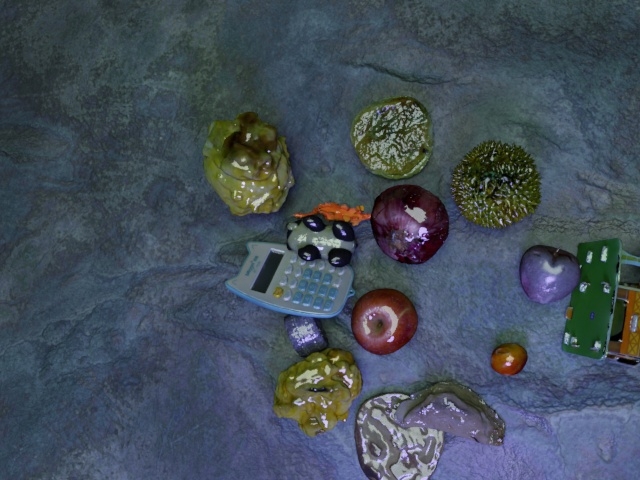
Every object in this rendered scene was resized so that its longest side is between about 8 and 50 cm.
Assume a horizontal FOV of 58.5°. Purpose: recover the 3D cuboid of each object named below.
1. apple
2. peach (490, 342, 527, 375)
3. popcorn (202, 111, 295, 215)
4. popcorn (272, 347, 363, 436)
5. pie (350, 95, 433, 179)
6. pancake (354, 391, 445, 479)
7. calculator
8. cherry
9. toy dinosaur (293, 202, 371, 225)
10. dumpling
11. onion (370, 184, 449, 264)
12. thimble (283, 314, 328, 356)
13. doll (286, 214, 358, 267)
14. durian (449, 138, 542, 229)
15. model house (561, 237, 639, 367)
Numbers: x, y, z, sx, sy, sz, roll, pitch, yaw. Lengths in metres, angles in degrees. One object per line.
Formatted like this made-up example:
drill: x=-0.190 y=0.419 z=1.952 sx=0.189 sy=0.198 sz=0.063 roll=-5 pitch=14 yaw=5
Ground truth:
apple: x=0.194 y=0.243 z=1.727 sx=0.201 sy=0.162 sz=0.201 roll=-1 pitch=86 yaw=22
peach: x=0.554 y=0.347 z=1.671 sx=0.100 sy=0.101 sz=0.101 roll=-1 pitch=83 yaw=11
popcorn: x=-0.221 y=-0.234 z=1.808 sx=0.312 sy=0.312 sz=0.312 roll=-1 pitch=83 yaw=11
popcorn: x=-0.008 y=0.449 z=1.712 sx=0.286 sy=0.215 sz=0.252 roll=-25 pitch=116 yaw=11
pie: x=0.229 y=-0.329 z=1.830 sx=0.277 sy=0.078 sz=0.277 roll=-2 pitch=83 yaw=13
pancake: x=0.236 y=0.606 z=1.726 sx=0.294 sy=0.049 sz=0.294 roll=-2 pitch=79 yaw=11
calculator: x=-0.080 y=0.123 z=1.779 sx=0.386 sy=0.054 sz=0.256 roll=11 pitch=46 yaw=12
cherry: x=0.667 y=0.097 z=1.665 sx=0.176 sy=0.140 sz=0.176 roll=6 pitch=107 yaw=20
toy dinosaur: x=0.048 y=-0.088 z=1.813 sx=0.288 sy=0.117 sz=0.070 roll=4 pitch=84 yaw=8
dumpling: x=0.391 y=0.492 z=1.673 sx=0.332 sy=0.086 sz=0.166 roll=11 pitch=75 yaw=-1
onion: x=0.275 y=-0.053 z=1.733 sx=0.252 sy=0.219 sz=0.252 roll=12 pitch=117 yaw=25
thimble: x=-0.044 y=0.282 z=1.769 sx=0.097 sy=0.150 sz=0.150 roll=-25 pitch=79 yaw=3
doll: x=0.001 y=0.002 z=1.789 sx=0.234 sy=0.135 sz=0.144 roll=11 pitch=87 yaw=4
durian: x=0.521 y=-0.154 z=1.690 sx=0.291 sy=0.225 sz=0.291 roll=-7 pitch=46 yaw=7
model house: x=0.887 y=0.176 z=1.603 sx=0.312 sy=0.242 sz=0.358 roll=11 pitch=83 yaw=-5
